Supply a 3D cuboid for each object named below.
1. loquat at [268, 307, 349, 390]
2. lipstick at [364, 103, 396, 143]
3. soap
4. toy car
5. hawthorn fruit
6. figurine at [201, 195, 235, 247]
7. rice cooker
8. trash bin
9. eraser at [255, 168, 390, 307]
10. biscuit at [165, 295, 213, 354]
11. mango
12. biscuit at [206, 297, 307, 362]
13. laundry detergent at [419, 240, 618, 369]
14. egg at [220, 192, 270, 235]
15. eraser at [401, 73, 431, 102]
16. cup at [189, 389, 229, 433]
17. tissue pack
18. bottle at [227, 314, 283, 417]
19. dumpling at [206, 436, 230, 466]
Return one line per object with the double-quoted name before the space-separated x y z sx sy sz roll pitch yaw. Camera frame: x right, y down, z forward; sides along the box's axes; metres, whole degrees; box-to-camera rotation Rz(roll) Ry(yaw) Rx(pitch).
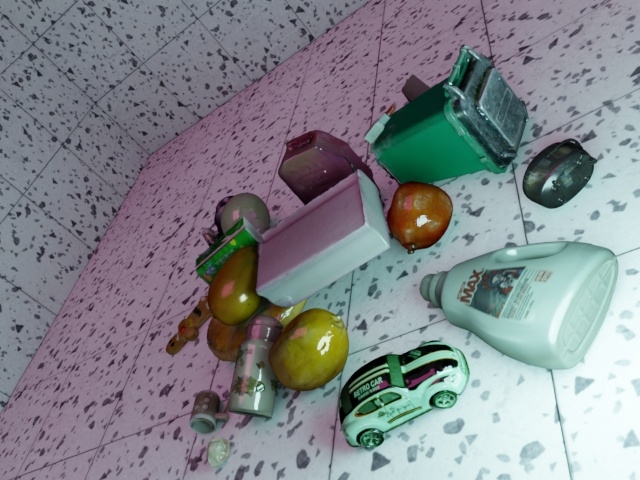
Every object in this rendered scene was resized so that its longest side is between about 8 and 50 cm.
"loquat" -0.027 0.268 1.474 0.234 0.176 0.187 -48 -13 17
"lipstick" 0.172 -0.335 1.724 0.129 0.030 0.030 -51 17 29
"soap" 0.029 -0.190 1.856 0.220 0.325 0.127 -30 27 19
"toy car" 0.151 0.301 1.252 0.305 0.125 0.136 -35 29 19
"hawthorn fruit" 0.252 -0.055 1.569 0.169 0.169 0.188 -12 52 44
"figurine" -0.374 -0.076 2.419 0.222 0.145 0.145 -45 28 1
"rice cooker" 0.536 -0.149 1.373 0.165 0.112 0.106 -43 34 7
"trash bin" 0.335 -0.313 1.687 0.381 0.295 0.259 -19 36 47
"eraser" 0.000 0.000 1.638 0.359 0.122 0.272 -34 33 21
"biscuit" -0.457 0.296 2.130 0.240 0.035 0.158 -51 27 -14
"mango" -0.234 0.128 1.734 0.175 0.139 0.255 -20 34 30
"biscuit" -0.164 0.177 1.843 0.429 0.104 0.446 -17 35 40
"laundry detergent" 0.370 0.105 1.243 0.264 0.124 0.397 -55 28 -18
"egg" -0.277 -0.067 2.229 0.183 0.183 0.217 -26 33 29
"eraser" 0.356 -0.444 1.998 0.077 0.111 0.352 -36 29 9
"cup" -0.305 0.461 1.670 0.102 0.074 0.099 -31 31 22
"tissue pack" -0.265 0.048 1.898 0.209 0.148 0.156 -40 22 8
"bottle" -0.160 0.317 1.560 0.120 0.120 0.253 -14 59 42
"dumpling" -0.261 0.538 1.554 0.076 0.057 0.052 -145 62 -84
